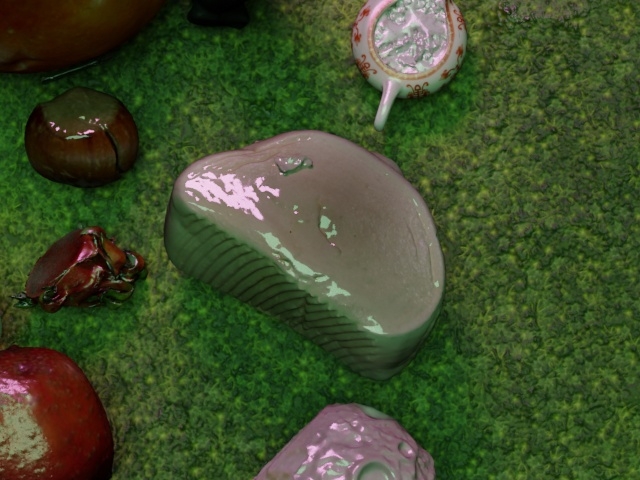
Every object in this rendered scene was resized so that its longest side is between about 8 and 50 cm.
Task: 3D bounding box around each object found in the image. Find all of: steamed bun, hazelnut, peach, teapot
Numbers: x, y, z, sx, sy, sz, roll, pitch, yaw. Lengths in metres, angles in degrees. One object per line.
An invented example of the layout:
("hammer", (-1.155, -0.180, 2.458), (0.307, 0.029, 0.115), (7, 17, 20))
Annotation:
("steamed bun", (-0.001, -0.005, 1.626), (0.384, 0.247, 0.236), (31, 65, 4))
("hazelnut", (-0.329, -0.138, 1.701), (0.154, 0.143, 0.143), (-11, 83, -16))
("peach", (-0.382, -0.394, 1.600), (0.406, 0.310, 0.335), (-11, 86, 26))
("teapot", (0.120, -0.264, 1.712), (0.159, 0.116, 0.245), (14, 82, -10))

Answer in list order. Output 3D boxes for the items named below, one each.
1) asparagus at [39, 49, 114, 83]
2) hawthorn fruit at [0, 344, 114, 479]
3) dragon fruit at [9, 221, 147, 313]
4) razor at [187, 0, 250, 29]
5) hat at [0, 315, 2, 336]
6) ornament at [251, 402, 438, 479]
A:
("asparagus", (-0.347, -0.248, 1.767), (0.114, 0.015, 0.014), (-20, 50, -3))
("hawthorn fruit", (-0.389, 0.286, 1.589), (0.254, 0.254, 0.300), (-20, 72, -1))
("dragon fruit", (-0.323, 0.046, 1.684), (0.175, 0.142, 0.138), (16, 48, -17))
("razor", (-0.110, -0.392, 1.623), (0.107, 0.327, 0.189), (6, 85, -16))
("hat", (-0.558, 0.075, 1.684), (0.252, 0.252, 0.110), (-8, 41, 1))
("ornament", (0.034, 0.340, 1.573), (0.259, 0.259, 0.225), (-44, 86, -3))
